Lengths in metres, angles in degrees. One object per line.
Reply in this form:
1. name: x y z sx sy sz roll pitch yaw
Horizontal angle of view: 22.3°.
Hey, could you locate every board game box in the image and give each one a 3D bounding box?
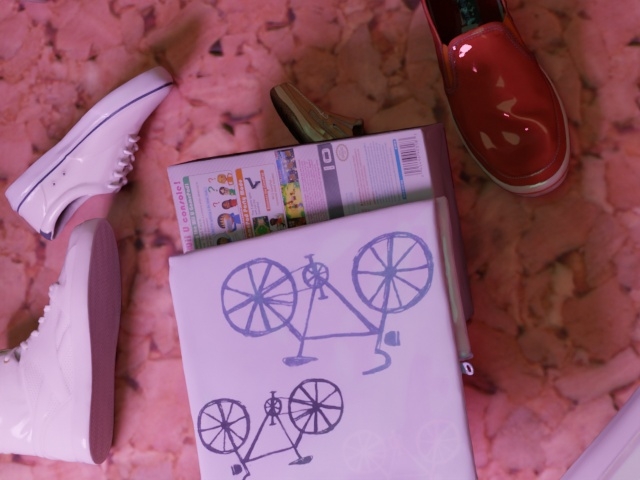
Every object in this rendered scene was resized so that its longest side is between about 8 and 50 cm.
1. board game box: 0.000 0.000 1.802 0.303 0.097 0.224 -7 97 19

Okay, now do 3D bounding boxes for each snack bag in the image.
1. snack bag: 0.008 0.146 1.709 0.323 0.037 0.343 -13 78 18

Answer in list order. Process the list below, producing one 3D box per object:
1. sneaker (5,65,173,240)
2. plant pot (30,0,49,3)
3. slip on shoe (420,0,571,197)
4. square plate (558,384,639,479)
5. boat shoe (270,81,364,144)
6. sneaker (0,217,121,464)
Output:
1. sneaker: -0.264 -0.104 1.973 0.258 0.094 0.091 -42 87 13
2. plant pot: -0.390 -0.352 2.054 0.109 0.096 0.109 9 82 22
3. slip on shoe: 0.183 -0.201 1.806 0.123 0.101 0.331 -22 74 14
4. square plate: 0.441 0.268 1.644 0.347 0.049 0.344 41 95 23
5. boat shoe: 0.020 -0.118 1.877 0.072 0.068 0.190 -39 80 -4
6. sneaker: -0.332 0.116 1.936 0.169 0.108 0.293 1 81 18
